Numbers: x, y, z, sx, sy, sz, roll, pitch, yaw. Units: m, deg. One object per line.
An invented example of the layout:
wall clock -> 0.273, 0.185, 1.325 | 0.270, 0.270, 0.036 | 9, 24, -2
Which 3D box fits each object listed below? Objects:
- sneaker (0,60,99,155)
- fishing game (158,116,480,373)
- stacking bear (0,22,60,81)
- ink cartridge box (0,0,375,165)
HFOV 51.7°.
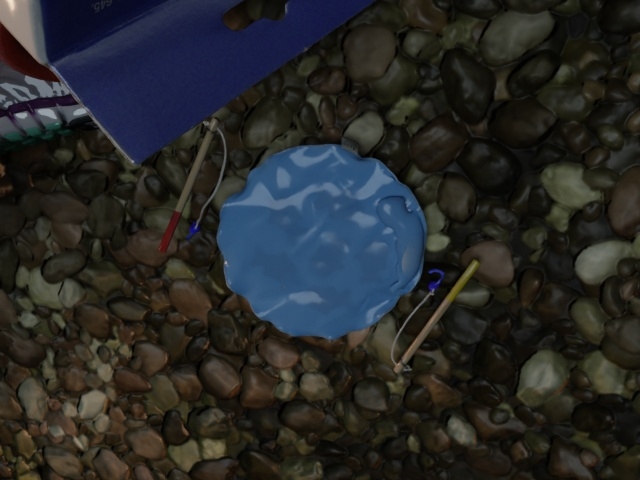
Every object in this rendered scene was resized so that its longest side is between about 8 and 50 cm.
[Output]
sneaker -> -0.275, -0.130, 0.576 | 0.224, 0.083, 0.098 | -15, 94, -7
fishing game -> 0.000, 0.000, 0.586 | 0.264, 0.041, 0.189 | 25, 113, -4
stacking bear -> -0.204, -0.281, 0.480 | 0.288, 0.176, 0.164 | 66, 155, 0
ink cartridge box -> -0.099, -0.248, 0.396 | 0.307, 0.303, 0.072 | 47, 146, -3
